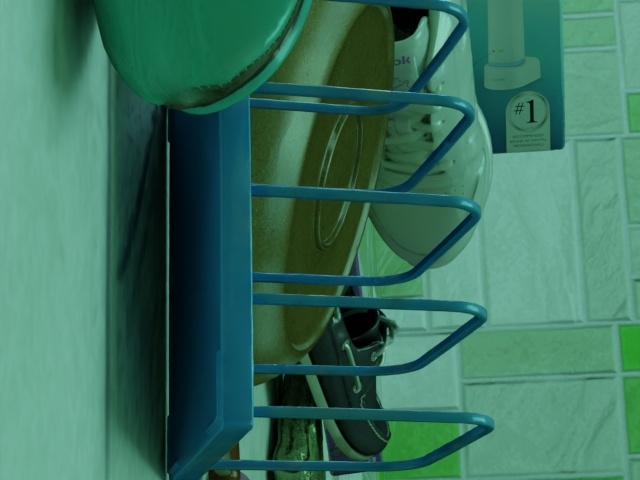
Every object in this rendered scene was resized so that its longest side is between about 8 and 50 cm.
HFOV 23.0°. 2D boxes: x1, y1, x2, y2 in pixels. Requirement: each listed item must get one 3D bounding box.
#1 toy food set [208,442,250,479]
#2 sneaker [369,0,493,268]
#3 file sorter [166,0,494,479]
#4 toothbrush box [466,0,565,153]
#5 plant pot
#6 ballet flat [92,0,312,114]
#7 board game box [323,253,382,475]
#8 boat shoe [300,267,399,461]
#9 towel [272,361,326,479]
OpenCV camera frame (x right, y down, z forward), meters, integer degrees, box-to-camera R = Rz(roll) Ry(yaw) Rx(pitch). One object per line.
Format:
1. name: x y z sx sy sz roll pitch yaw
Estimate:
1. toy food set: -0.046 0.100 0.700 0.078 0.019 0.122 -52 131 -84
2. sneaker: 0.052 -0.110 1.118 0.152 0.114 0.305 -56 143 -60
3. file sorter: 0.000 0.000 0.604 0.118 0.105 0.170 130 -40 -67
4. toothbrush box: 0.076 -0.220 1.220 0.126 0.216 0.295 -86 170 -63
5. plant pot: -0.002 -0.035 0.801 0.236 0.032 0.236 13 90 -77
6. ballet flat: -0.049 -0.138 0.541 0.087 0.083 0.247 55 22 -32
7. board game box: 0.003 -0.011 1.133 0.346 0.056 0.208 82 5 -49
8. boat shoe: 0.020 0.068 1.000 0.075 0.065 0.206 -103 171 -47
9. towel: -0.012 0.149 1.035 0.148 0.027 0.110 -89 175 -62
